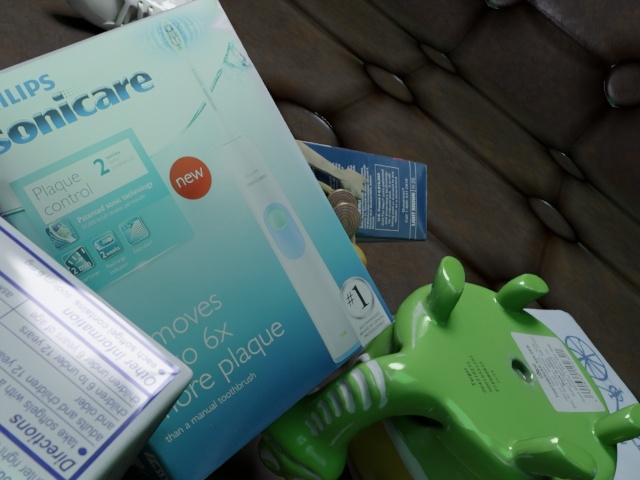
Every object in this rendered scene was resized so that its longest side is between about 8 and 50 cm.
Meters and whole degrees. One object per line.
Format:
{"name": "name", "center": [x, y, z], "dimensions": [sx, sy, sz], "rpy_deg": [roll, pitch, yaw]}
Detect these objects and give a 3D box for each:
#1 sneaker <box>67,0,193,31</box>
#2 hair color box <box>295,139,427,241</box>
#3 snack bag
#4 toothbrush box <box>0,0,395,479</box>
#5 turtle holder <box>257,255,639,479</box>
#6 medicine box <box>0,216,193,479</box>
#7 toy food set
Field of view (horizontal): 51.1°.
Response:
{"name": "sneaker", "center": [-0.238, -0.335, 1.031], "dimensions": [0.290, 0.106, 0.123], "rpy_deg": [3, 43, -46]}
{"name": "hair color box", "center": [-0.047, -0.053, 0.782], "dimensions": [0.347, 0.173, 0.105], "rpy_deg": [2, 88, -44]}
{"name": "snack bag", "center": [0.366, 0.230, 0.988], "dimensions": [0.342, 0.037, 0.323], "rpy_deg": [9, 41, -40]}
{"name": "toothbrush box", "center": [-0.113, -0.002, 0.515], "dimensions": [0.216, 0.126, 0.296], "rpy_deg": [-33, 98, -31]}
{"name": "turtle holder", "center": [0.123, 0.178, 0.620], "dimensions": [0.243, 0.227, 0.320], "rpy_deg": [47, 33, 12]}
{"name": "medicine box", "center": [-0.257, 0.098, 0.297], "dimensions": [0.263, 0.149, 0.289], "rpy_deg": [38, 37, 3]}
{"name": "toy food set", "center": [0.000, 0.000, 0.672], "dimensions": [0.132, 0.038, 0.192], "rpy_deg": [26, 69, -38]}
